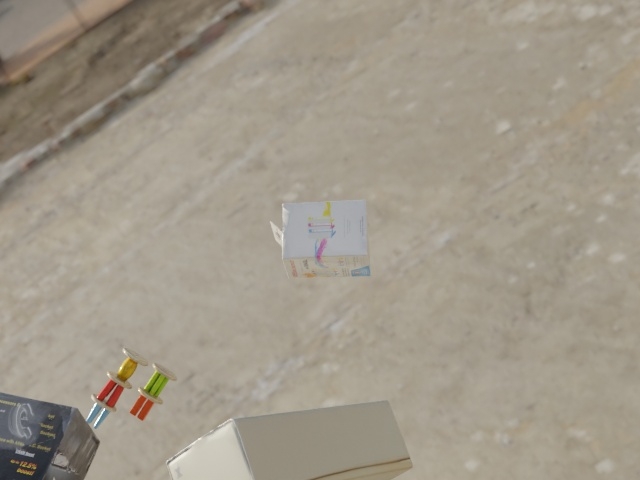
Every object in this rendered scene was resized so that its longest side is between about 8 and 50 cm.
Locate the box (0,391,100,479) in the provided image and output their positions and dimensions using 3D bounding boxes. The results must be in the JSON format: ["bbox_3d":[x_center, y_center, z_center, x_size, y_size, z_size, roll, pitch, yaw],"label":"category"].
[{"bbox_3d":[-0.406,0.256,1.231,0.307,0.076,0.242,8,55,19],"label":"box"}]

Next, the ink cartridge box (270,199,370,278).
[{"bbox_3d":[0.000,0.000,1.850,0.143,0.092,0.090,-3,68,4],"label":"ink cartridge box"}]

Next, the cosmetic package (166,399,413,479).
[{"bbox_3d":[-0.038,0.310,1.740,0.309,0.113,0.160,-1,-28,-46],"label":"cosmetic package"}]

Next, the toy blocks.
[{"bbox_3d":[-0.340,0.278,2.219,0.148,0.123,0.054,-56,35,1],"label":"toy blocks"}]
